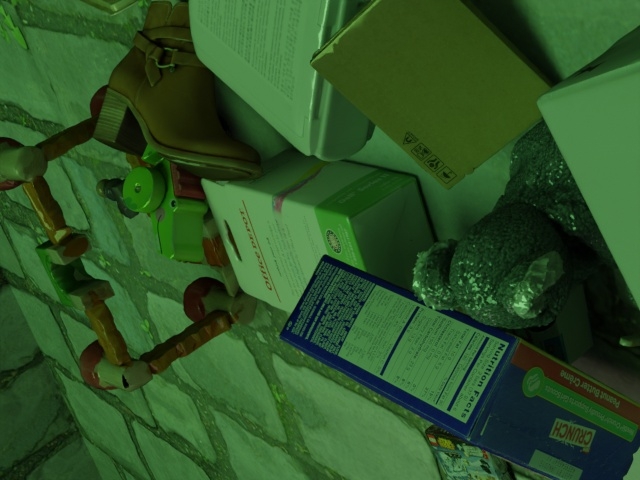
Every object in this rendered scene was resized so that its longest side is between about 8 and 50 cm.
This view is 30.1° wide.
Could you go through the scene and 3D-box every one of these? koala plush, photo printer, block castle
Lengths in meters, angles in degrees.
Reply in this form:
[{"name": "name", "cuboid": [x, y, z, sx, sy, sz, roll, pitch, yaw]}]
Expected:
[{"name": "koala plush", "cuboid": [0.206, 0.004, 1.141, 0.196, 0.221, 0.203, 11, 128, 56]}, {"name": "photo printer", "cuboid": [-0.045, -0.270, 1.333, 0.307, 0.107, 0.256, 44, 138, 39]}, {"name": "block castle", "cuboid": [-0.324, -0.008, 1.932, 0.213, 0.303, 0.453, 5, 122, 59]}]

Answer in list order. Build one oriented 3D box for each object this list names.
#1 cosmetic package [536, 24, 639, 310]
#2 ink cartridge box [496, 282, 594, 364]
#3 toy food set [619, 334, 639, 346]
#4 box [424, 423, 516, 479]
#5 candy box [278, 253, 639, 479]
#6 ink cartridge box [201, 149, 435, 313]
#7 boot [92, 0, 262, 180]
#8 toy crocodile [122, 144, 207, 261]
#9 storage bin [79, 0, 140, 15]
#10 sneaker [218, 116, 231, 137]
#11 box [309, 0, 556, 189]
[{"name": "cosmetic package", "cuboid": [0.377, 0.029, 0.877, 0.453, 0.230, 0.161, 61, 153, -9]}, {"name": "ink cartridge box", "cuboid": [0.242, 0.079, 1.352, 0.122, 0.052, 0.088, 22, 138, 50]}, {"name": "toy food set", "cuboid": [0.376, 0.088, 1.069, 0.218, 0.128, 0.071, 30, 116, 59]}, {"name": "box", "cuboid": [0.213, 0.310, 1.681, 0.137, 0.027, 0.094, 3, 123, 58]}, {"name": "candy box", "cuboid": [0.156, 0.149, 1.310, 0.268, 0.122, 0.317, 30, 176, -41]}, {"name": "ink cartridge box", "cuboid": [0.000, 0.000, 1.597, 0.353, 0.119, 0.207, 18, 133, 51]}, {"name": "boot", "cuboid": [-0.166, -0.205, 1.608, 0.283, 0.220, 0.109, 18, 173, 37]}, {"name": "toy crocodile", "cuboid": [-0.215, -0.131, 1.717, 0.105, 0.115, 0.340, -24, 65, 36]}, {"name": "storage bin", "cuboid": [-0.315, -0.446, 1.544, 0.260, 0.123, 0.262, 35, 156, 59]}, {"name": "sneaker", "cuboid": [-0.167, -0.172, 1.788, 0.098, 0.038, 0.069, 28, 140, 31]}, {"name": "box", "cuboid": [0.114, -0.161, 1.182, 0.201, 0.021, 0.164, 41, 125, -15]}]
